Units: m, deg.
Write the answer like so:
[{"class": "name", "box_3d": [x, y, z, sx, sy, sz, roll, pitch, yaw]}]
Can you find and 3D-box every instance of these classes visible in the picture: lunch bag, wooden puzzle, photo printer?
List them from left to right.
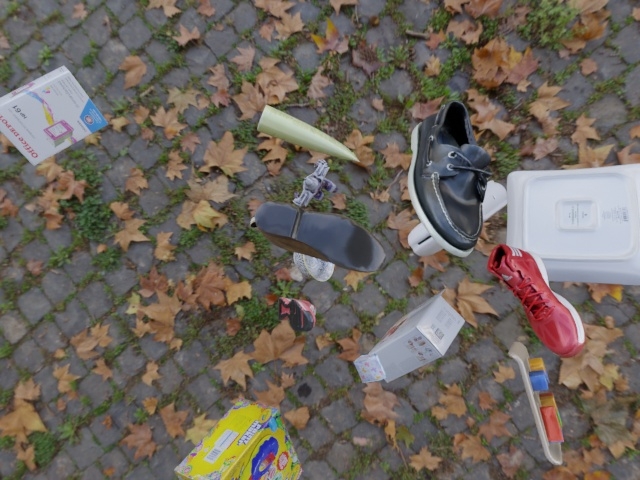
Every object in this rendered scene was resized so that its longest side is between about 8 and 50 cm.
[{"class": "lunch bag", "box_3d": [0.150, 0.371, 1.189, 0.083, 0.053, 0.071, -28, 85, 46]}, {"class": "photo printer", "box_3d": [0.426, -0.066, 1.279, 0.256, 0.308, 0.107, -40, 79, 42]}, {"class": "wooden puzzle", "box_3d": [0.754, 0.528, 1.392, 0.081, 0.322, 0.347, -23, 74, 25]}]

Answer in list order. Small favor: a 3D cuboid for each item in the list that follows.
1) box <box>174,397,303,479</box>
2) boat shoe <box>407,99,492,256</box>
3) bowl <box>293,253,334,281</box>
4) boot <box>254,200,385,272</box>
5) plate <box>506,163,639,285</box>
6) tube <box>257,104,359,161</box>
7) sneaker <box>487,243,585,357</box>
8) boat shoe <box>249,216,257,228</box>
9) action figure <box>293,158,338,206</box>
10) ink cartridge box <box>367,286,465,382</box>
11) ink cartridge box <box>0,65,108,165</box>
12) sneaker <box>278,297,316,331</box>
[{"class": "box", "box_3d": [-0.236, 0.708, 1.254, 0.177, 0.290, 0.279, -1, 116, 35]}, {"class": "boat shoe", "box_3d": [0.233, -0.127, 0.695, 0.127, 0.340, 0.113, 29, 134, -15]}, {"class": "bowl", "box_3d": [-0.033, 0.053, 1.319, 0.080, 0.170, 0.170, -12, 91, 35]}, {"class": "boot", "box_3d": [0.000, 0.000, 0.944, 0.306, 0.115, 0.112, 20, 68, 4]}, {"class": "plate", "box_3d": [0.545, -0.046, 0.866, 0.278, 0.045, 0.277, 1, 66, 27]}, {"class": "tube", "box_3d": [-0.024, -0.234, 0.937, 0.240, 0.062, 0.070, 19, 62, -13]}, {"class": "sneaker", "box_3d": [0.363, 0.099, 0.725, 0.128, 0.221, 0.087, 18, 128, -25]}, {"class": "boat shoe", "box_3d": [-0.202, -0.070, 1.504, 0.136, 0.045, 0.050, -15, 123, 28]}, {"class": "action figure", "box_3d": [-0.022, -0.200, 1.497, 0.099, 0.285, 0.185, 44, 97, 8]}, {"class": "ink cartridge box", "box_3d": [0.354, 0.342, 1.481, 0.130, 0.272, 0.309, 48, 137, 7]}, {"class": "ink cartridge box", "box_3d": [-0.393, -0.180, 0.590, 0.122, 0.088, 0.052, -37, 45, -14]}, {"class": "sneaker", "box_3d": [-0.067, 0.278, 1.620, 0.136, 0.314, 0.115, 0, 93, -24]}]
